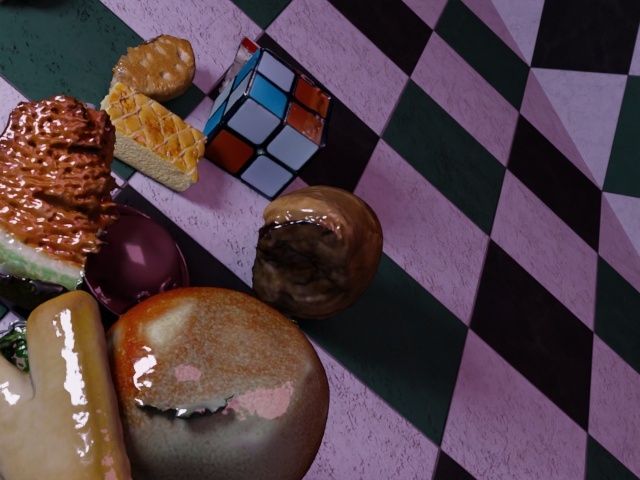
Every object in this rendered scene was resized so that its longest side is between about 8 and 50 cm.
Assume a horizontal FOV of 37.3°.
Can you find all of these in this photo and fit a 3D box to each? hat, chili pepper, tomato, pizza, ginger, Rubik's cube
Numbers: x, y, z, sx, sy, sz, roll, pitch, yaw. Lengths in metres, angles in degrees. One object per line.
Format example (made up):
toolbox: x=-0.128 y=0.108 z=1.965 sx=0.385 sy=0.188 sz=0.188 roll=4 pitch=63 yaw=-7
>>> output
hat: x=-0.269 y=0.025 z=1.393 sx=0.205 sy=0.089 sz=0.206 roll=29 pitch=39 yaw=-27
chili pepper: x=-0.351 y=0.194 z=1.166 sx=0.108 sy=0.062 sz=0.216 roll=-21 pitch=73 yaw=-28
tomato: x=-0.145 y=0.213 z=1.149 sx=0.303 sy=0.303 sz=0.239 roll=37 pitch=23 yaw=-16
pizza: x=-0.298 y=-0.301 z=1.708 sx=0.127 sy=0.058 sz=0.246 roll=40 pitch=37 yaw=-13
ginger: x=0.004 y=0.001 z=1.563 sx=0.200 sy=0.269 sz=0.223 roll=16 pitch=46 yaw=3
Rubik's cube: x=-0.098 y=-0.216 z=1.747 sx=0.180 sy=0.167 sz=0.183 roll=32 pitch=37 yaw=-20

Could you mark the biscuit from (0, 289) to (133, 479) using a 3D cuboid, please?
biscuit: x=-0.324 y=0.213 z=1.032 sx=0.062 sy=0.236 sz=0.291 roll=48 pitch=21 yaw=-57

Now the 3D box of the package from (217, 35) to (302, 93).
package: x=-0.123 y=-0.321 z=1.942 sx=0.154 sy=0.030 sz=0.239 roll=34 pitch=37 yaw=-16

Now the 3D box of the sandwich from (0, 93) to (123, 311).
sandwich: x=-0.382 y=-0.064 z=1.295 sx=0.250 sy=0.162 sz=0.301 roll=29 pitch=67 yaw=-6

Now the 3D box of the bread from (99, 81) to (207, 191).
bread: x=-0.284 y=-0.173 z=1.588 sx=0.188 sy=0.068 sz=0.126 roll=31 pitch=38 yaw=-23
